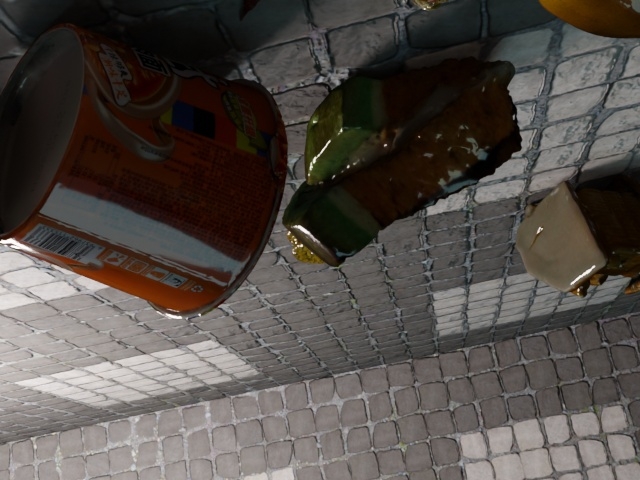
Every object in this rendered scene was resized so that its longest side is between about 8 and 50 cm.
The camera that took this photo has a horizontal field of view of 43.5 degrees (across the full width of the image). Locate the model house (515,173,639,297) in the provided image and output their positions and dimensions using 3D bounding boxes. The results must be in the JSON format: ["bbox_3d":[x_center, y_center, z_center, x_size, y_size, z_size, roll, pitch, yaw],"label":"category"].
[{"bbox_3d":[0.469,0.006,1.294,0.229,0.219,0.199,4,146,-12],"label":"model house"}]

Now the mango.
[{"bbox_3d":[0.257,-0.235,0.717,0.159,0.084,0.105,20,166,-19],"label":"mango"}]

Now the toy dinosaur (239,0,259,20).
[{"bbox_3d":[-0.022,-0.233,0.644,0.108,0.032,0.220,-5,162,-25],"label":"toy dinosaur"}]

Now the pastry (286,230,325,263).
[{"bbox_3d":[0.000,0.000,1.254,0.097,0.057,0.109,9,151,-40],"label":"pastry"}]

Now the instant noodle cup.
[{"bbox_3d":[-0.179,-0.067,0.733,0.250,0.250,0.192,-27,147,38],"label":"instant noodle cup"}]

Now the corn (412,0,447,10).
[{"bbox_3d":[0.071,-0.249,0.587,0.079,0.079,0.237,-15,162,12],"label":"corn"}]

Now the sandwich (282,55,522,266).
[{"bbox_3d":[0.075,-0.108,0.874,0.301,0.162,0.250,-32,-169,10],"label":"sandwich"}]
